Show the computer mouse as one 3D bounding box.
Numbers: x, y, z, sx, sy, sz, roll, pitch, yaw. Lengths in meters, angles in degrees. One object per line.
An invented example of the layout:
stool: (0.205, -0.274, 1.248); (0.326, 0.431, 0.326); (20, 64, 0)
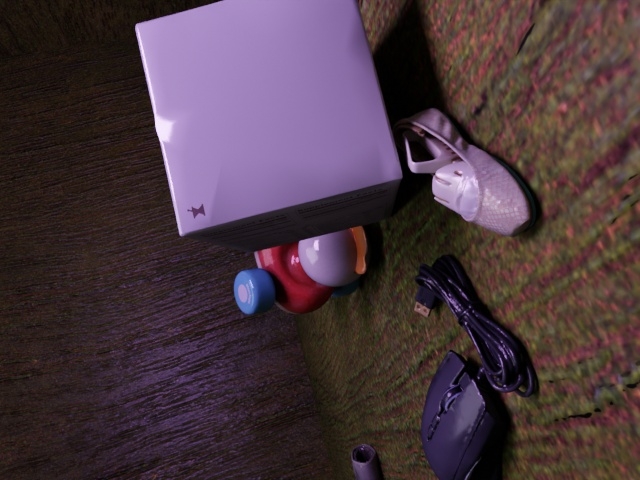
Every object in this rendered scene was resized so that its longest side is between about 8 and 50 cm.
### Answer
computer mouse: (0.123, 0.145, 0.549); (0.184, 0.060, 0.261); (-113, 14, -47)

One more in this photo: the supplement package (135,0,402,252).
supplement package: (-0.035, -0.109, 0.583); (0.263, 0.198, 0.199); (38, -142, -83)

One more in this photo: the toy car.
toy car: (0.000, 0.000, 0.854); (0.238, 0.219, 0.210); (-24, 75, 51)

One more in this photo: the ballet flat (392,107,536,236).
ballet flat: (0.103, -0.053, 0.426); (0.168, 0.053, 0.057); (-114, 15, -52)

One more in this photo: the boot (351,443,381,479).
boot: (0.121, 0.569, 1.150); (0.190, 0.076, 0.208); (-165, 70, -78)
